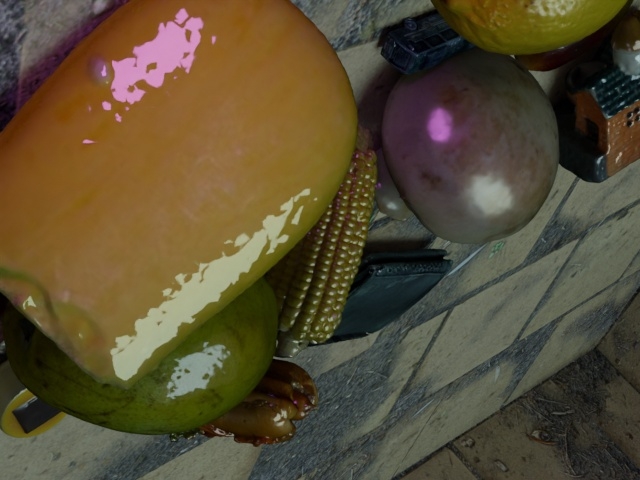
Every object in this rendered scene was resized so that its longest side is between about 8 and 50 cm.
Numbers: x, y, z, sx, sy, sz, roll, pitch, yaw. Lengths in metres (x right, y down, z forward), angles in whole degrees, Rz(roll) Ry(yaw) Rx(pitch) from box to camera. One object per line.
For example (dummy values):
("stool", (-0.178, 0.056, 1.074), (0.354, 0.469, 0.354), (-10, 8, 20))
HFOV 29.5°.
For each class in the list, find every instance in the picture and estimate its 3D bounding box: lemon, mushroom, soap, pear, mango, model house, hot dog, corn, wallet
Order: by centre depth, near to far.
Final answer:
("soap", (-0.156, -0.078, 1.256), (0.427, 0.306, 0.115), (-44, -171, -9))
("pear", (-0.200, 0.098, 1.399), (0.307, 0.253, 0.253), (6, 131, -33))
("lemon", (0.258, -0.351, 1.469), (0.283, 0.261, 0.260), (-6, 143, -21))
("hot dog", (-0.174, 0.207, 1.662), (0.158, 0.348, 0.117), (-18, 116, -68))
("corn", (0.000, 0.000, 1.698), (0.130, 0.130, 0.347), (40, 65, -67))
("mushroom", (0.192, -0.140, 1.791), (0.297, 0.298, 0.290), (-21, -173, -41))
("mango", (0.407, -0.361, 1.872), (0.267, 0.111, 0.133), (-44, 146, -8))
("model house", (0.519, -0.296, 2.140), (0.271, 0.190, 0.301), (-32, 140, -14))
("wallet", (0.087, 0.101, 2.228), (0.237, 0.075, 0.342), (-45, 160, 23))

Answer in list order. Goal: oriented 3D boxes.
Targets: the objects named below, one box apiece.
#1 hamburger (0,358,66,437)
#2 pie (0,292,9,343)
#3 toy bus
("hamburger", (-0.388, 0.202, 1.622), (0.126, 0.081, 0.141), (-43, 145, -3))
("pie", (-0.366, 0.078, 1.475), (0.204, 0.054, 0.218), (-50, 154, 18))
("toy bus", (0.160, -0.279, 1.672), (0.166, 0.065, 0.047), (-27, 154, -35))
